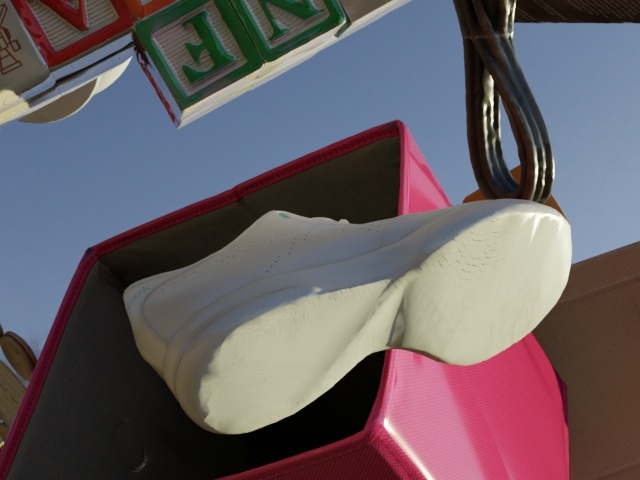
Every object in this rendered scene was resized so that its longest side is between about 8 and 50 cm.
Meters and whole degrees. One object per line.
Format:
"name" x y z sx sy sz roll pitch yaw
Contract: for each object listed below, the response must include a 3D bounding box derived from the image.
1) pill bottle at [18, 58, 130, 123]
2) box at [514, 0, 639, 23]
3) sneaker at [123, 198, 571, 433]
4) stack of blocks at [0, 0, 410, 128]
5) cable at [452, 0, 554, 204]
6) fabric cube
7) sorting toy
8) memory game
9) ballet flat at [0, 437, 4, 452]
"pill bottle" -0.336 -0.324 1.445 0.228 0.408 0.229 0 -56 1
"box" 0.384 -0.397 1.550 0.381 0.143 0.191 13 -4 43
"sneaker" 0.016 0.012 0.492 0.212 0.080 0.094 -12 30 -31
"stack of blocks" -0.088 -0.140 0.518 0.171 0.297 0.087 61 -9 -5
"cable" 0.099 -0.161 0.744 0.072 0.287 0.139 -12 20 -39
"fabric cube" -0.005 0.132 0.684 0.259 0.254 0.258 -21 -57 24
"sorting toy" 0.215 0.105 0.849 0.195 0.348 0.047 -18 -8 -3
"memory game" -0.216 0.117 0.799 0.186 0.012 0.186 32 -38 29
"ballet flat" -0.340 0.266 1.105 0.052 0.168 0.057 6 -11 18
